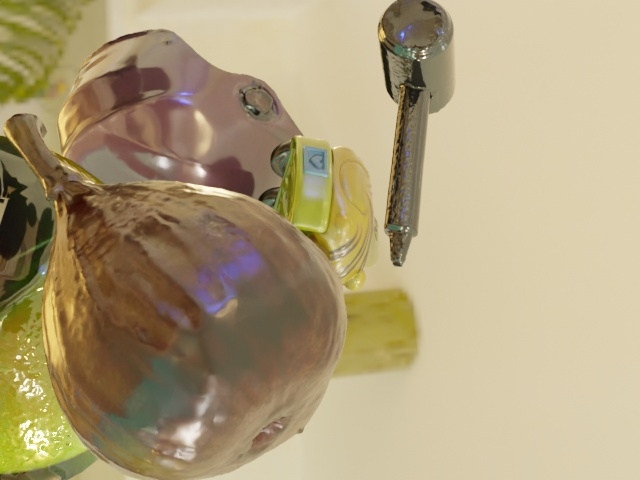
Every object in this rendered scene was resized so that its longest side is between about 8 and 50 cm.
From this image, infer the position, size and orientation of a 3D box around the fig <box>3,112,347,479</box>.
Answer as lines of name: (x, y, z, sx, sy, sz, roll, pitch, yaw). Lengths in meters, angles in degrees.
fig: (-0.138, 0.025, 1.131, 0.321, 0.217, 0.217, 42, -43, 22)

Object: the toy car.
toy car: (0.000, 0.000, 1.871, 0.248, 0.142, 0.200, 112, -16, -47)

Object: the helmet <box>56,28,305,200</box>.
helmet: (-0.185, -0.094, 2.012, 0.271, 0.338, 0.197, -42, -165, 40)

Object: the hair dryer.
hair dryer: (0.078, -0.097, 1.461, 0.114, 0.071, 0.248, 78, 20, -63)

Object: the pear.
pear: (-0.336, 0.040, 1.592, 0.165, 0.399, 0.399, 83, -12, -57)
